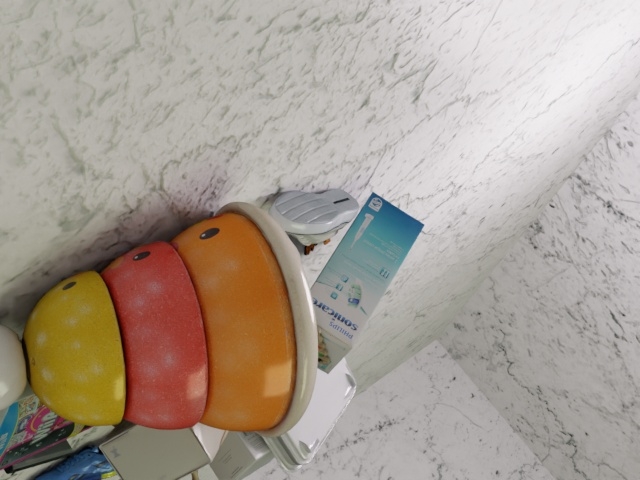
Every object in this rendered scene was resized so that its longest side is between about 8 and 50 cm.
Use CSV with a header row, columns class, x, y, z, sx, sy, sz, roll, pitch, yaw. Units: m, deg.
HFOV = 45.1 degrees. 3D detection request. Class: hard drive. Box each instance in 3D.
class,x,y,z,sx,sy,sz,roll,pitch,yaw
hard drive,-0.492,0.336,1.298,0.022,0.094,0.135,-44,162,16

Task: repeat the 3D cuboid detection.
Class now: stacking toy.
class,x,y,z,sx,sy,sz,roll,pitch,yaw
stacking toy,-0.273,0.140,1.046,0.480,0.351,0.350,-8,148,-30

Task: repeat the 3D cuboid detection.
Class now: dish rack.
class,x,y,z,sx,sy,sz,roll,pitch,yaw
dish rack,-0.033,0.363,1.885,0.072,0.285,0.333,-14,-156,40

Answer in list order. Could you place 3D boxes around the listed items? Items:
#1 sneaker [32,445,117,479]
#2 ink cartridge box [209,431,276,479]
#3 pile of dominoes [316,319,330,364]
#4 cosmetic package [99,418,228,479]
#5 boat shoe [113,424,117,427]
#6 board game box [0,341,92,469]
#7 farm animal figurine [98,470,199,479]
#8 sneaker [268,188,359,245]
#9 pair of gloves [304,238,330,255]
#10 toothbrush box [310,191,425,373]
class,x,y,z,sx,sy,sz,roll,pitch,yaw
sneaker,-0.527,0.485,1.661,0.209,0.069,0.082,-9,110,-41
ink cartridge box,-0.208,0.451,1.913,0.171,0.233,0.168,-19,155,-48
pile of dominoes,-0.091,0.163,1.373,0.251,0.196,0.040,76,31,-57
cosmetic package,-0.235,0.296,1.343,0.160,0.113,0.309,-29,-171,15
boat shoe,-0.302,0.323,1.626,0.307,0.104,0.111,-26,158,-36
board game box,-0.408,0.233,1.223,0.303,0.097,0.224,-17,150,-49
farm animal figurine,-0.439,0.622,1.724,0.330,0.172,0.327,-11,170,13
sneaker,-0.016,-0.030,1.366,0.091,0.094,0.258,-55,158,23
pair of gloves,0.000,0.000,1.608,0.083,0.010,0.074,-32,160,-24
toothbrush box,0.057,0.087,1.499,0.295,0.126,0.216,-56,177,-26
